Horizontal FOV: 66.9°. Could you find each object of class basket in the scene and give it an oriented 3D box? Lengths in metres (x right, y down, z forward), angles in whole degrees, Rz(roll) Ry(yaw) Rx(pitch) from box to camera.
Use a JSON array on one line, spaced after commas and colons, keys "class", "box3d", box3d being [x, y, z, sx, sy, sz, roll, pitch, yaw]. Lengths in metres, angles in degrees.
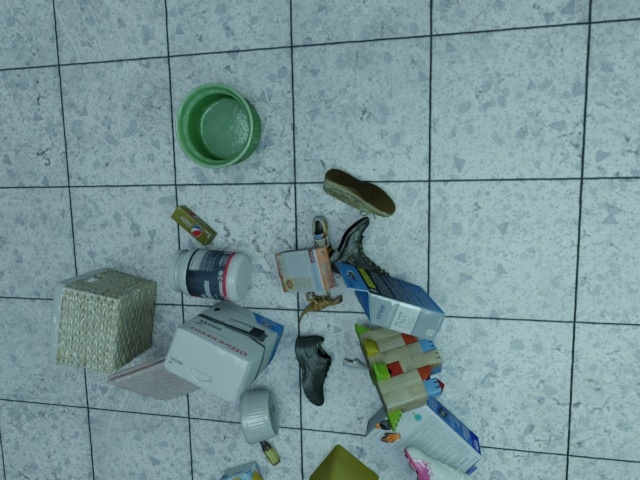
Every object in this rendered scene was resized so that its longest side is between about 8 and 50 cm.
[{"class": "basket", "box3d": [-0.852, 0.308, 1.931, 0.267, 0.328, 0.331, 9, 99, 7]}]

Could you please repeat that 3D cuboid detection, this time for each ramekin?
[{"class": "ramekin", "box3d": [-0.369, -0.420, 1.810, 0.304, 0.148, 0.303, 2, 98, 13]}, {"class": "ramekin", "box3d": [-0.235, 0.684, 1.904, 0.109, 0.207, 0.207, -13, 95, 5]}]

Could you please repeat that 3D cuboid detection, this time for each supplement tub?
[{"class": "supplement tub", "box3d": [-0.423, 0.130, 1.873, 0.272, 0.191, 0.191, 6, 99, 12]}]

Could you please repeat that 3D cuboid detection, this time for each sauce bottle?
[{"class": "sauce bottle", "box3d": [-0.215, 0.868, 2.004, 0.042, 0.042, 0.128, -36, 87, 15]}]

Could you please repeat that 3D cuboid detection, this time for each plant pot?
[{"class": "plant pot", "box3d": [0.073, 0.974, 1.877, 0.212, 0.187, 0.212, 37, 104, 6]}]

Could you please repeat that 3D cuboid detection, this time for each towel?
[{"class": "towel", "box3d": [-0.606, 0.545, 1.927, 0.317, 0.332, 0.053, -22, 54, 13]}]

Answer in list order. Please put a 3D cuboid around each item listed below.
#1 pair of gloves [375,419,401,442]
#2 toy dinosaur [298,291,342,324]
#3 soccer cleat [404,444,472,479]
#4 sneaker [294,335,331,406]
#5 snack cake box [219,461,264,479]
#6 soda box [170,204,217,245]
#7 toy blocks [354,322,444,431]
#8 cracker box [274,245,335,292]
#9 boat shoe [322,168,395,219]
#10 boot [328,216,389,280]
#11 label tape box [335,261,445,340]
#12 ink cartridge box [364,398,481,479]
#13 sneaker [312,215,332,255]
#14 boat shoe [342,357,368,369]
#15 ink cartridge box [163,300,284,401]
[{"class": "pair of gloves", "box3d": [0.242, 0.684, 1.739, 0.074, 0.010, 0.083, -21, 90, 16]}, {"class": "toy dinosaur", "box3d": [-0.020, 0.247, 1.865, 0.212, 0.064, 0.112, -23, 93, 15]}, {"class": "soccer cleat", "box3d": [0.430, 0.816, 1.675, 0.143, 0.116, 0.331, -40, 90, -1]}, {"class": "sneaker", "box3d": [-0.014, 0.504, 1.880, 0.130, 0.109, 0.286, -12, 97, 8]}, {"class": "snack cake box", "box3d": [-0.297, 1.081, 2.025, 0.152, 0.089, 0.264, -23, 92, 14]}, {"class": "soda box", "box3d": [-0.505, -0.061, 1.935, 0.181, 0.058, 0.061, 40, 104, 5]}, {"class": "toy blocks", "box3d": [0.307, 0.436, 1.713, 0.261, 0.190, 0.381, -16, 50, -5]}, {"class": "cracker box", "box3d": [-0.060, 0.109, 1.797, 0.232, 0.067, 0.155, -7, 97, 47]}, {"class": "boat shoe", "box3d": [0.140, -0.160, 1.766, 0.285, 0.104, 0.089, 32, 141, 12]}, {"class": "boot", "box3d": [0.163, 0.069, 1.796, 0.229, 0.091, 0.263, 37, 94, -6]}, {"class": "label tape box", "box3d": [0.214, 0.202, 1.655, 0.348, 0.249, 0.115, 16, 103, -12]}, {"class": "ink cartridge box", "box3d": [0.398, 0.753, 1.792, 0.395, 0.151, 0.270, 43, 105, 6]}, {"class": "sneaker", "box3d": [0.000, 0.000, 1.816, 0.070, 0.084, 0.185, -10, 95, 14]}, {"class": "boat shoe", "box3d": [0.136, 0.475, 1.876, 0.100, 0.035, 0.035, 8, 102, 18]}, {"class": "ink cartridge box", "box3d": [-0.337, 0.386, 1.783, 0.286, 0.395, 0.166, 23, 102, 8]}]
